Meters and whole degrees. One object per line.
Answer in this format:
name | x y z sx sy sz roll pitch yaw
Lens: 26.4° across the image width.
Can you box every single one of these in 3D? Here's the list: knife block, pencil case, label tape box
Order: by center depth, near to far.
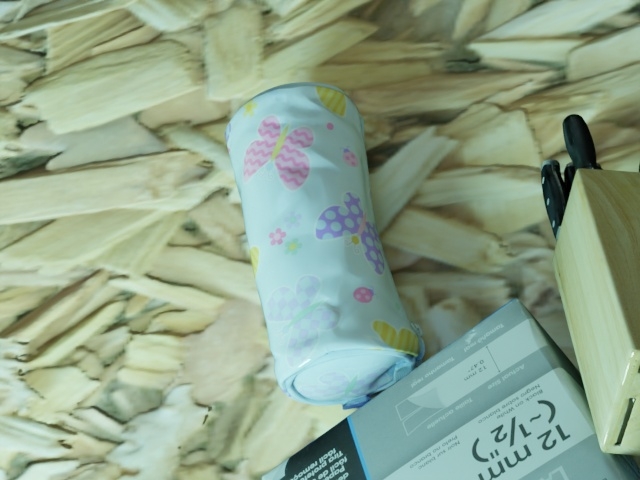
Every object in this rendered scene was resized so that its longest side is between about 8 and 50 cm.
label tape box | 0.112 0.229 0.922 0.249 0.115 0.348 -36 29 9
knife block | 0.209 0.008 0.978 0.242 0.088 0.275 33 42 33
pencil case | 0.000 0.000 1.150 0.124 0.113 0.273 -17 63 6
